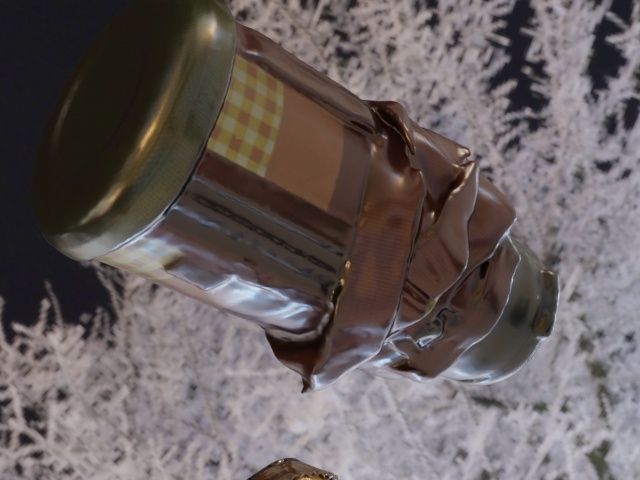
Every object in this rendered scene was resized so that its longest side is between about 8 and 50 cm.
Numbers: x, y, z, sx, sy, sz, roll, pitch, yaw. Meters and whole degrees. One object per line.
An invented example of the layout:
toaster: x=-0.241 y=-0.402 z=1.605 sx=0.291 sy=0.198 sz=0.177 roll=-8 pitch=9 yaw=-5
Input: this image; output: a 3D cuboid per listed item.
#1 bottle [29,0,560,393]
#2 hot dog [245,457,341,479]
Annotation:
bottle: x=0.000 y=0.000 z=0.606 sx=0.271 sy=0.156 sz=0.143 roll=28 pitch=-120 yaw=-33
hot dog: x=-0.086 y=0.280 z=1.088 sx=0.252 sy=0.069 sz=0.131 roll=-34 pitch=-35 yaw=-18
